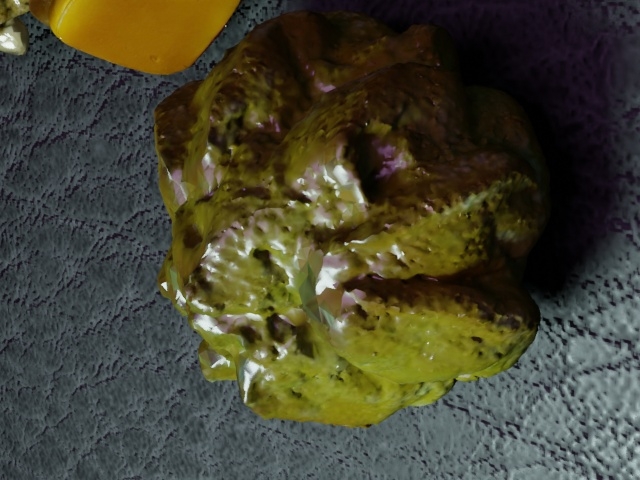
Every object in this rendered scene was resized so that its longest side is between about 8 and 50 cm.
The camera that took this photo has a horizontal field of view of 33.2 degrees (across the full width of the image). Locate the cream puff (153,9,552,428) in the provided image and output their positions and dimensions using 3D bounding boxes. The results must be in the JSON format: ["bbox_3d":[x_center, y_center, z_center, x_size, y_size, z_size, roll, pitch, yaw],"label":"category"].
[{"bbox_3d":[0.009,-0.007,0.601,0.244,0.196,0.244,177,90,-72],"label":"cream puff"}]

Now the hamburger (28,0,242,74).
[{"bbox_3d":[-0.111,-0.185,0.686,0.166,0.137,0.087,-36,48,43],"label":"hamburger"}]

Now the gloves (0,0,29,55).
[{"bbox_3d":[-0.320,-0.282,0.815,0.203,0.155,0.357,164,86,-78],"label":"gloves"}]
